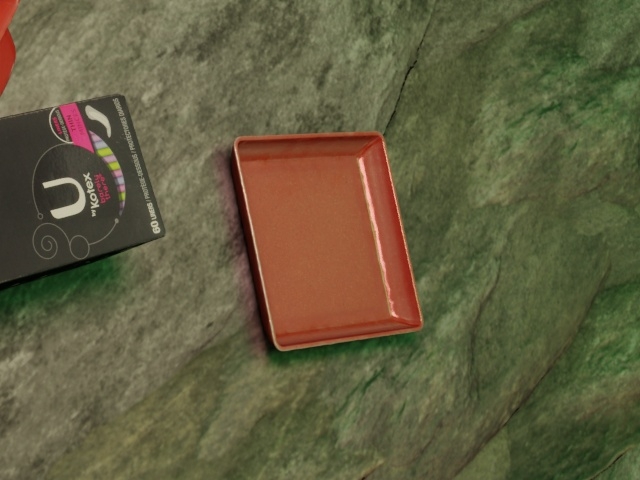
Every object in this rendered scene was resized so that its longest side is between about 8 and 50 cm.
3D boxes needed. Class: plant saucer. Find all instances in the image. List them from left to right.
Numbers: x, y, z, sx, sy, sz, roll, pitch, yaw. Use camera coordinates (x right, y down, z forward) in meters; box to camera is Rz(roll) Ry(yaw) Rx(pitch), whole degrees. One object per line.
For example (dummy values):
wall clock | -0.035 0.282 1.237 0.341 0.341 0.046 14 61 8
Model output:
plant saucer | 0.000 0.000 2.281 0.258 0.047 0.259 -5 80 -44

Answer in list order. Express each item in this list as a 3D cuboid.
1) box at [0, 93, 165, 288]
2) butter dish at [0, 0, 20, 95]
box | -0.318 -0.038 1.919 0.270 0.143 0.165 -18 90 -45
butter dish | -0.376 -0.168 1.922 0.118 0.160 0.160 59 42 -46
